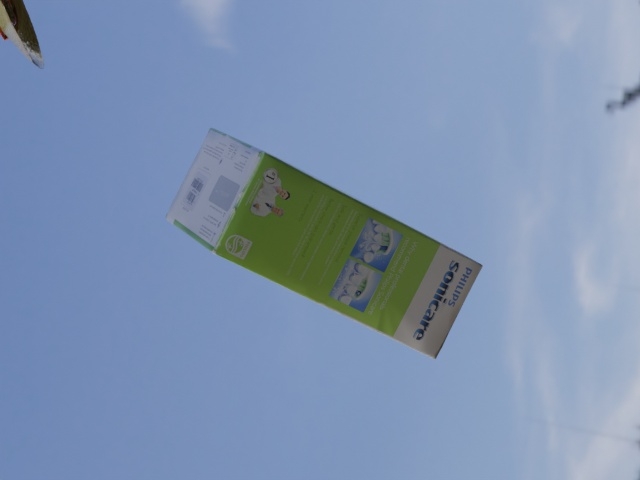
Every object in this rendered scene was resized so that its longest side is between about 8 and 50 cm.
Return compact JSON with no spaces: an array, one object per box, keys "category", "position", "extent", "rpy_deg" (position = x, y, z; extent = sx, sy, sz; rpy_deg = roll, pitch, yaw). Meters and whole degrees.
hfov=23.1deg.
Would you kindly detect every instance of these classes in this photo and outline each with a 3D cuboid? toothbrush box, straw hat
[{"category":"toothbrush box","position":[0.000,0.000,1.701],"extent":[0.283,0.206,0.122],"rpy_deg":[25,-88,-23]},{"category":"straw hat","position":[-0.283,-0.193,1.289],"extent":[0.144,0.061,0.144],"rpy_deg":[157,90,-89]}]
